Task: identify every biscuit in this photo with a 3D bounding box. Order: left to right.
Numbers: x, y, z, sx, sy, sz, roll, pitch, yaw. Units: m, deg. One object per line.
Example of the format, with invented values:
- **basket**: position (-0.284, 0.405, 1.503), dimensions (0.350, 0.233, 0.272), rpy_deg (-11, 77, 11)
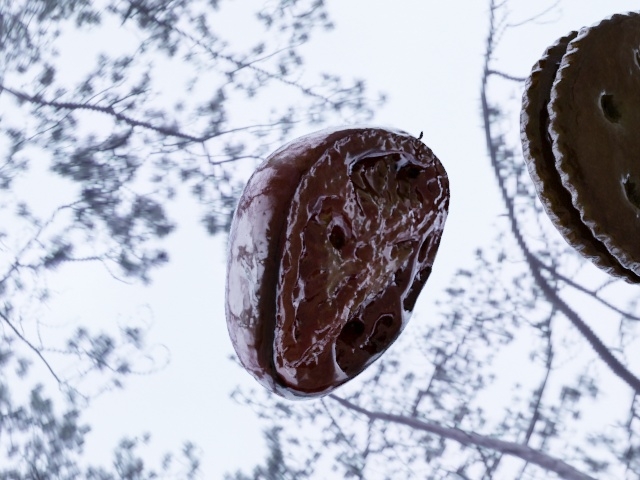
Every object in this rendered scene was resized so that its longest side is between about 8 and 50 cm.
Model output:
- **biscuit**: position (0.244, -0.065, 0.841), dimensions (0.220, 0.066, 0.220), rpy_deg (9, -110, -28)

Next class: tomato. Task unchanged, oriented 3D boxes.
- **tomato**: position (0.003, 0.006, 0.707), dimensions (0.174, 0.082, 0.166), rpy_deg (-7, -72, -52)
